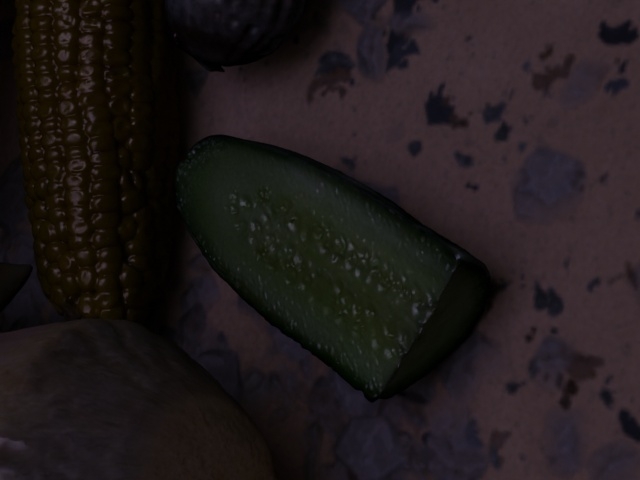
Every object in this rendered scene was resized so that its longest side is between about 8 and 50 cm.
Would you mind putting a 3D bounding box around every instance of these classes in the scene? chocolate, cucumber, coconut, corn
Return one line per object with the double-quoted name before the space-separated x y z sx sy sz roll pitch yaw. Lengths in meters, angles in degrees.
"chocolate" -0.033 -0.230 1.039 0.110 0.110 0.248 22 96 37
"cucumber" 0.000 0.000 1.001 0.244 0.063 0.115 36 113 35
"coconut" -0.184 0.205 0.979 0.329 0.329 0.328 -7 79 36
"corn" -0.157 -0.089 1.100 0.119 0.119 0.321 -9 78 35

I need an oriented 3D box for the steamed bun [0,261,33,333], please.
"steamed bun" -0.333 0.087 1.091 0.189 0.428 0.247 28 61 24
